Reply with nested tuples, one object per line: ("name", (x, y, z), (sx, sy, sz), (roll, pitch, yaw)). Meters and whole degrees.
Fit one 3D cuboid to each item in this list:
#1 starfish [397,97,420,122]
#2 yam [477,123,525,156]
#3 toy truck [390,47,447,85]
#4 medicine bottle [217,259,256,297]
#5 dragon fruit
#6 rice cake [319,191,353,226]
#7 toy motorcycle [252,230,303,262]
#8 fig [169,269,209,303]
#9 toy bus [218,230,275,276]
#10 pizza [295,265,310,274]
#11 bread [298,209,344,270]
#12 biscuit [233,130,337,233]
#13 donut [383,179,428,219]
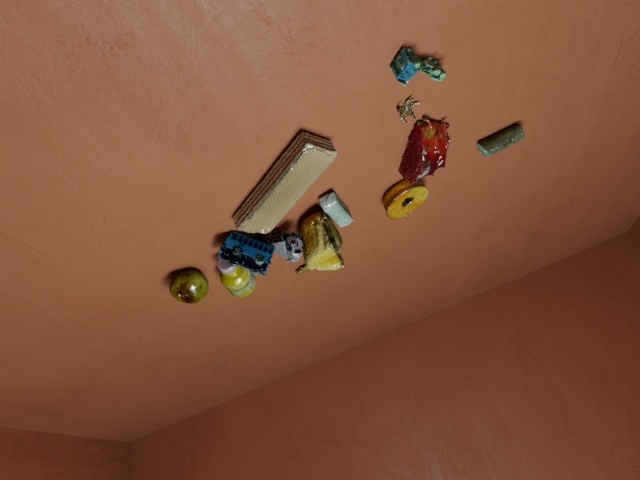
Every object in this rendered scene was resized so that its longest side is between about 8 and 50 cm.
("starfish", (0.272, -0.408, 1.395), (0.078, 0.028, 0.091), (-18, 147, -20))
("yam", (0.679, -0.374, 1.685), (0.169, 0.068, 0.068), (-25, 150, 5))
("toy truck", (0.278, -0.476, 1.260), (0.175, 0.067, 0.081), (-1, 149, -39))
("medicine bottle", (-0.335, 0.132, 1.756), (0.122, 0.121, 0.212), (-22, 150, -2))
("dragon fruit", (0.388, -0.297, 1.551), (0.161, 0.126, 0.274), (-13, 149, -15))
("rice cake", (0.061, -0.115, 1.685), (0.069, 0.063, 0.206), (-27, 149, 11))
("toy motorcycle", (-0.154, 0.027, 1.689), (0.216, 0.080, 0.122), (-4, 124, 24))
("fig", (-0.501, 0.179, 1.721), (0.136, 0.120, 0.153), (-29, 150, 19))
("toy bus", (-0.266, 0.045, 1.624), (0.185, 0.106, 0.090), (22, 139, -5))
("pizza", (-0.069, 0.125, 2.019), (0.083, 0.025, 0.078), (-7, 152, -37))
("bread", (0.000, 0.000, 1.708), (0.163, 0.204, 0.262), (-14, 156, 4))
("biscuit", (-0.122, -0.170, 1.460), (0.144, 0.078, 0.426), (9, 138, -43))
("donut", (0.330, -0.170, 1.770), (0.174, 0.074, 0.190), (14, 130, -44))
